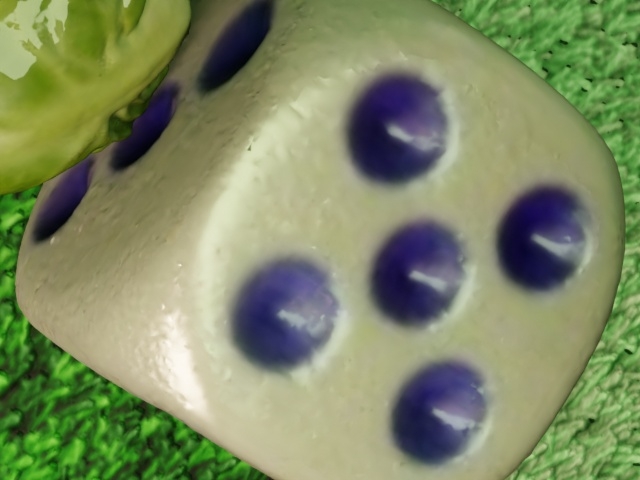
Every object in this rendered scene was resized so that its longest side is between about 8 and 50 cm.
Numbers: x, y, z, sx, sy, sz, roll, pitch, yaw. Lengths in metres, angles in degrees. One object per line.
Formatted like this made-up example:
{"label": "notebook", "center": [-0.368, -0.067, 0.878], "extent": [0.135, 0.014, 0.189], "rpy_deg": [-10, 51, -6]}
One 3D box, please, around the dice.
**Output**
{"label": "dice", "center": [0.000, 0.000, 0.958], "extent": [0.304, 0.277, 0.304], "rpy_deg": [35, 82, -29]}

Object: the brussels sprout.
{"label": "brussels sprout", "center": [-0.200, -0.139, 0.861], "extent": [0.244, 0.244, 0.244], "rpy_deg": [-5, 101, -26]}
